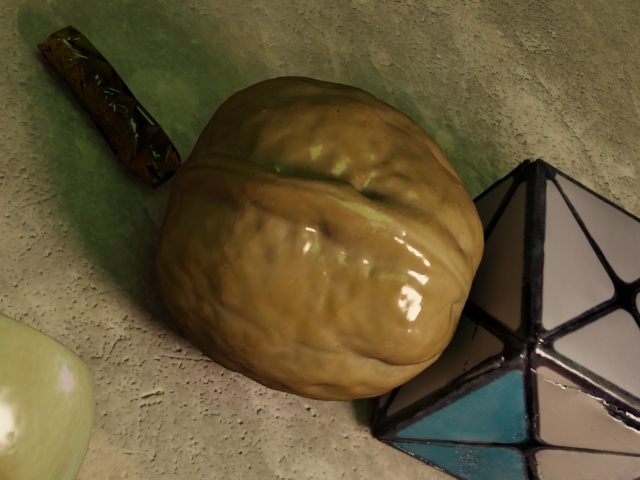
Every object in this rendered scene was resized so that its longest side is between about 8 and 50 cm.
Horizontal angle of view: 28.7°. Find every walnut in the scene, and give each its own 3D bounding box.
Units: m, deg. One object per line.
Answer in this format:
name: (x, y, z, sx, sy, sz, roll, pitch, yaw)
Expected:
walnut: (0.000, 0.000, 1.430, 0.381, 0.381, 0.381, 18, 54, -26)

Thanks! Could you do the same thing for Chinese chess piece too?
Chinese chess piece: (-0.369, 0.138, 1.063, 0.349, 0.349, 0.146, 22, 67, -23)

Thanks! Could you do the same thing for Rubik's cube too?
Rubik's cube: (0.274, 0.138, 1.560, 0.307, 0.305, 0.310, 29, 47, -21)

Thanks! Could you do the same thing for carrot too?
carrot: (-0.255, -0.165, 1.525, 0.229, 0.069, 0.069, 51, 47, 4)
